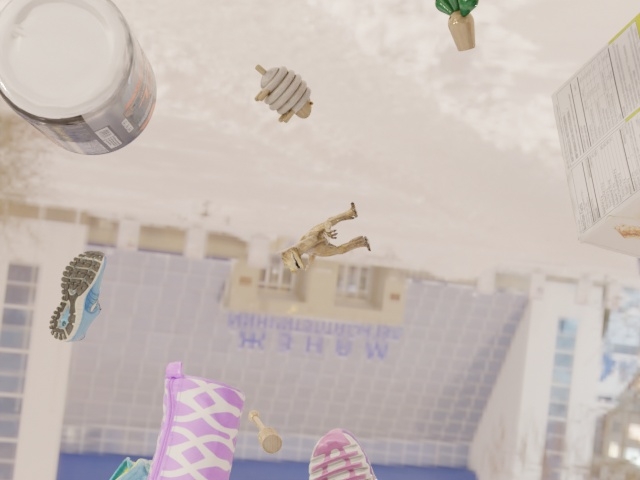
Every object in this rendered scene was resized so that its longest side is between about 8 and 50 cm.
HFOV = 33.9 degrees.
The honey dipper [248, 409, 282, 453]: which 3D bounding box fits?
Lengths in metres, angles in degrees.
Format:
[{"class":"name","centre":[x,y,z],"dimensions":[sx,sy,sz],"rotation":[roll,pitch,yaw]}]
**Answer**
[{"class":"honey dipper","centre":[-0.088,0.279,1.564],"dimensions":[0.031,0.030,0.161],"rotation":[7,-175,-15]}]

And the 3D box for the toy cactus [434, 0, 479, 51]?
[{"class":"toy cactus","centre":[0.259,-0.447,1.959],"dimensions":[0.112,0.180,0.219],"rotation":[-23,-162,-25]}]

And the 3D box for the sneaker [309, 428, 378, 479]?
[{"class":"sneaker","centre":[0.058,0.380,1.564],"dimensions":[0.095,0.236,0.104],"rotation":[-16,-168,21]}]

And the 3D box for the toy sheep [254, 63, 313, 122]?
[{"class":"toy sheep","centre":[-0.067,-0.268,1.889],"dimensions":[0.132,0.091,0.091],"rotation":[41,165,-20]}]

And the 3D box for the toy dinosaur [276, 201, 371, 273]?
[{"class":"toy dinosaur","centre":[0.000,0.000,1.078],"dimensions":[0.093,0.053,0.183],"rotation":[-18,178,6]}]

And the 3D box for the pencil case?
[{"class":"pencil case","centre":[-0.133,0.226,0.985],"dimensions":[0.088,0.206,0.086],"rotation":[29,151,-32]}]

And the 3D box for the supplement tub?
[{"class":"supplement tub","centre":[-0.362,-0.245,1.595],"dimensions":[0.207,0.207,0.338],"rotation":[7,175,-1]}]

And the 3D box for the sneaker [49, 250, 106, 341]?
[{"class":"sneaker","centre":[-0.397,0.094,1.757],"dimensions":[0.063,0.162,0.073],"rotation":[17,171,24]}]

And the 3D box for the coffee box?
[{"class":"coffee box","centre":[0.657,-0.175,1.849],"dimensions":[0.338,0.338,0.334],"rotation":[14,144,-24]}]

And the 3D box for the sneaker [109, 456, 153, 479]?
[{"class":"sneaker","centre":[-0.159,0.360,1.339],"dimensions":[0.319,0.127,0.208],"rotation":[14,-151,-50]}]
